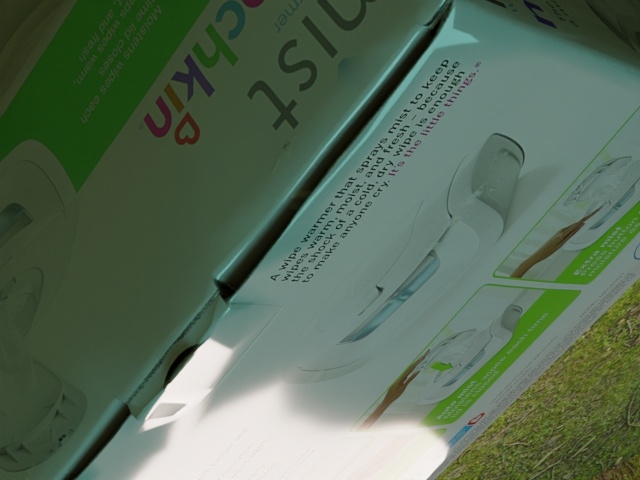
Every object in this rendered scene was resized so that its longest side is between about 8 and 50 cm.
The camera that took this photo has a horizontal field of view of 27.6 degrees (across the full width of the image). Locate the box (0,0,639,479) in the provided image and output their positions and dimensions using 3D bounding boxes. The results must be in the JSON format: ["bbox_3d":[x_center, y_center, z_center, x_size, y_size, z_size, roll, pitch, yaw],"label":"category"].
[{"bbox_3d":[0.000,0.000,0.477,0.231,0.127,0.262,6,132,-49],"label":"box"}]

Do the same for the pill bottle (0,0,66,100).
[{"bbox_3d":[-0.132,-0.162,0.638,0.224,0.392,0.224,-26,150,-17],"label":"pill bottle"}]
